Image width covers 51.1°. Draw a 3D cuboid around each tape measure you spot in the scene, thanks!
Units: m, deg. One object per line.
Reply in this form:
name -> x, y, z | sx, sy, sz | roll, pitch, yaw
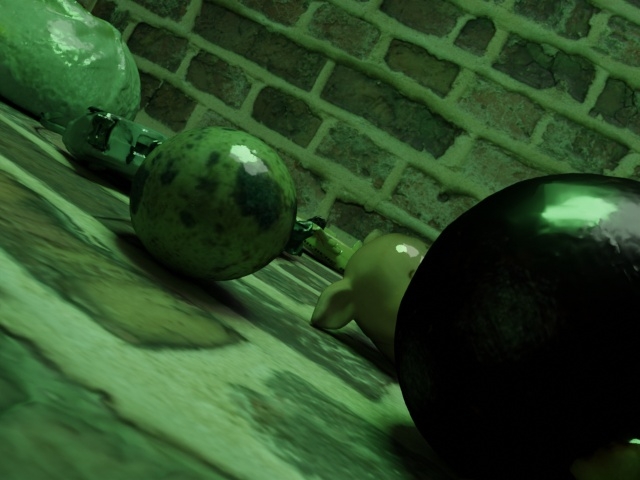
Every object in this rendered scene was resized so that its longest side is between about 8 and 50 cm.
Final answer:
tape measure -> -0.319, -0.134, 0.976 | 0.164, 0.084, 0.330 | 28, -9, -34

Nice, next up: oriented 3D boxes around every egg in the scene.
egg -> -0.104, -0.033, 0.618 | 0.181, 0.141, 0.141 | 8, -14, 46

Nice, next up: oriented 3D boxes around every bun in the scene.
bun -> -0.477, -0.332, 1.213 | 0.361, 0.211, 0.362 | 33, 2, -1

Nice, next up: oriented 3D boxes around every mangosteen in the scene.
mangosteen -> 0.189, 0.106, 0.481 | 0.275, 0.275, 0.302 | 28, 40, -44

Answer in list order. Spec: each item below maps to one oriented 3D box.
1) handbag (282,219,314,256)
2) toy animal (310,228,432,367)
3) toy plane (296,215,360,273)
handbag -> -0.145, -0.060, 1.146 | 0.238, 0.089, 0.326 | 33, 4, 13
toy animal -> 0.135, 0.088, 0.769 | 0.250, 0.154, 0.166 | 36, 26, 8
toy plane -> 0.000, 0.000, 1.545 | 0.244, 0.092, 0.229 | 27, -10, -10
